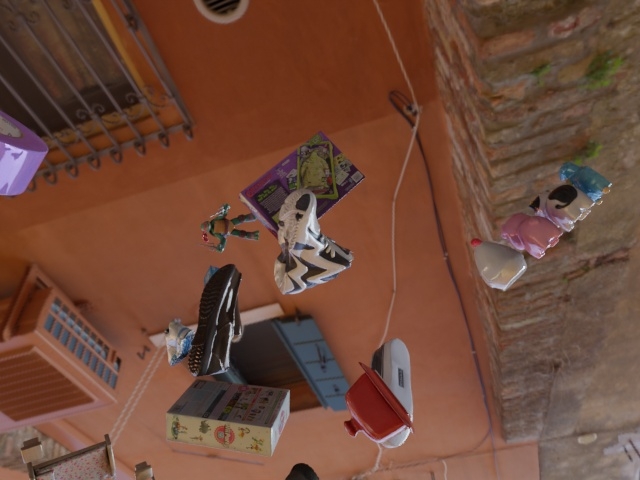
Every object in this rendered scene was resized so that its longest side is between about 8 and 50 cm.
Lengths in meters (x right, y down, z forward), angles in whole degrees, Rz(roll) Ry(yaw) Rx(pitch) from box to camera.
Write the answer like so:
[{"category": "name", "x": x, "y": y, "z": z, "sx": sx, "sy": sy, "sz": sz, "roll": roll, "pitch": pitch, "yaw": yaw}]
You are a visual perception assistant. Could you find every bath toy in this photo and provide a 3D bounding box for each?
[{"category": "bath toy", "x": 0.473, "y": -0.034, "z": 1.153, "sx": 0.348, "sy": 0.151, "sz": 0.129, "roll": -40, "pitch": -113, "yaw": -10}]

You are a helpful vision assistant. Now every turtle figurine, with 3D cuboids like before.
[{"category": "turtle figurine", "x": -0.345, "y": -0.051, "z": 1.884, "sx": 0.234, "sy": 0.175, "sz": 0.118, "roll": -3, "pitch": -169, "yaw": -27}]

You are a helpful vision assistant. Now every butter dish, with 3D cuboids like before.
[{"category": "butter dish", "x": 0.098, "y": 0.336, "z": 1.009, "sx": 0.118, "sy": 0.160, "sz": 0.160, "roll": -38, "pitch": -114, "yaw": -5}]

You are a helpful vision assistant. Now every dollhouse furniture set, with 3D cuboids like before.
[{"category": "dollhouse furniture set", "x": -0.565, "y": 0.645, "z": 1.338, "sx": 0.303, "sy": 0.355, "sz": 0.174, "roll": -14, "pitch": -146, "yaw": -29}]

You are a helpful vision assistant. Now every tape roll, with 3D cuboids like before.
[{"category": "tape roll", "x": -0.607, "y": -0.184, "z": 0.851, "sx": 0.090, "sy": 0.275, "sz": 0.275, "roll": -57, "pitch": -137, "yaw": 5}]

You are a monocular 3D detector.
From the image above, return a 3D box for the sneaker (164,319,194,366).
[{"category": "sneaker", "x": -0.424, "y": 0.295, "z": 1.517, "sx": 0.083, "sy": 0.190, "sz": 0.071, "roll": 39, "pitch": -138, "yaw": 14}]

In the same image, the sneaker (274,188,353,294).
[{"category": "sneaker", "x": 0.000, "y": 0.000, "z": 1.018, "sx": 0.153, "sy": 0.235, "sz": 0.094, "roll": -7, "pitch": -148, "yaw": -25}]

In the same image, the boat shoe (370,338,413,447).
[{"category": "boat shoe", "x": 0.165, "y": 0.394, "z": 1.333, "sx": 0.102, "sy": 0.108, "sz": 0.301, "roll": -37, "pitch": -151, "yaw": 35}]

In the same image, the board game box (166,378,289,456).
[{"category": "board game box", "x": -0.261, "y": 0.508, "z": 1.511, "sx": 0.303, "sy": 0.097, "sz": 0.224, "roll": 4, "pitch": -168, "yaw": 9}]

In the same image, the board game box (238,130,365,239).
[{"category": "board game box", "x": -0.050, "y": -0.161, "z": 1.557, "sx": 0.347, "sy": 0.208, "sz": 0.056, "roll": -42, "pitch": -179, "yaw": -25}]

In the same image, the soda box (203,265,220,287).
[{"category": "soda box", "x": -0.383, "y": 0.187, "z": 1.917, "sx": 0.071, "sy": 0.067, "sz": 0.210, "roll": -58, "pitch": -150, "yaw": 22}]

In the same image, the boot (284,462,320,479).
[{"category": "boot", "x": -0.021, "y": 0.635, "z": 1.139, "sx": 0.083, "sy": 0.246, "sz": 0.161, "roll": -42, "pitch": 177, "yaw": 32}]

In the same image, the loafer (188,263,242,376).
[{"category": "loafer", "x": -0.318, "y": 0.257, "z": 1.660, "sx": 0.134, "sy": 0.130, "sz": 0.366, "roll": -3, "pitch": -111, "yaw": 52}]
